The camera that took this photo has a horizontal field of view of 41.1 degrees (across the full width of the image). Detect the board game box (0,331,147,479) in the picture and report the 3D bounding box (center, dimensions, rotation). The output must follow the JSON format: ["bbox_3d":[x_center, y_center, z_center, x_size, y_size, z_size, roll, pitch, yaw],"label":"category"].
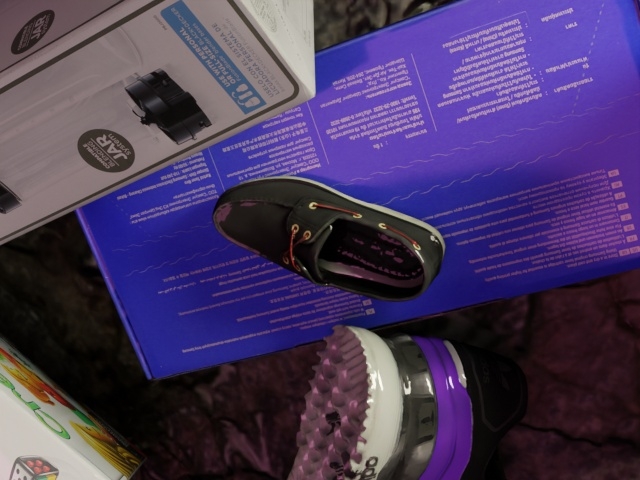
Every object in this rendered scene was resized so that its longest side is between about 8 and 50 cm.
[{"bbox_3d":[-0.254,0.076,0.571,0.305,0.193,0.053,40,80,0],"label":"board game box"}]

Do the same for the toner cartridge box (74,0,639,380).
[{"bbox_3d":[0.026,-0.035,0.508,0.348,0.075,0.165,-15,105,21],"label":"toner cartridge box"}]

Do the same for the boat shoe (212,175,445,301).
[{"bbox_3d":[0.000,-0.002,0.464,0.133,0.042,0.048,15,115,13],"label":"boat shoe"}]

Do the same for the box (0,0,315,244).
[{"bbox_3d":[-0.148,-0.102,0.479,0.290,0.169,0.087,-21,136,23],"label":"box"}]

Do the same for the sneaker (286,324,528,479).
[{"bbox_3d":[0.050,0.173,0.558,0.146,0.102,0.293,1,133,-20],"label":"sneaker"}]
